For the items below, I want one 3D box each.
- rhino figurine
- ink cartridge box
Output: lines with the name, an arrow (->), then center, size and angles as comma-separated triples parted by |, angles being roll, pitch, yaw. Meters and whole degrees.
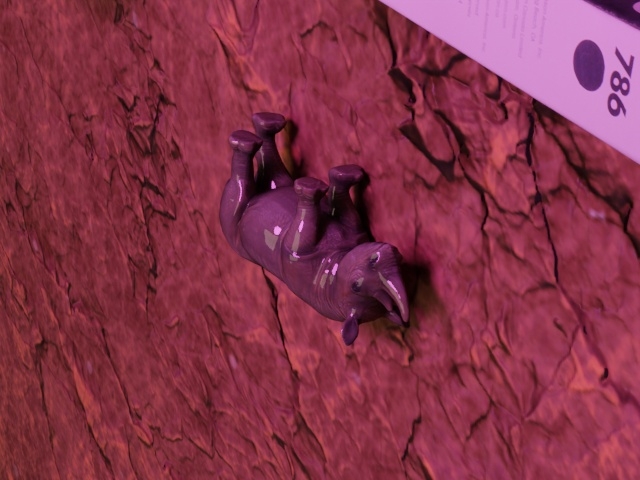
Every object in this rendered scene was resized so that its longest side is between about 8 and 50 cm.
rhino figurine -> 0.000, 0.000, 1.238 | 0.243, 0.073, 0.106 | 39, 131, 48
ink cartridge box -> 0.154, -0.107, 0.785 | 0.332, 0.165, 0.065 | 42, 136, 48
